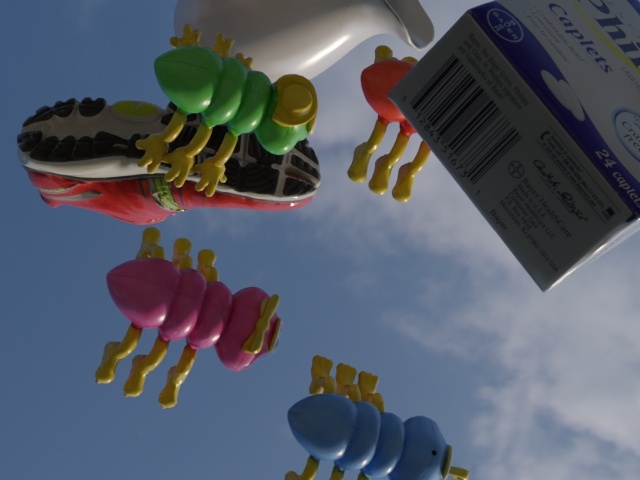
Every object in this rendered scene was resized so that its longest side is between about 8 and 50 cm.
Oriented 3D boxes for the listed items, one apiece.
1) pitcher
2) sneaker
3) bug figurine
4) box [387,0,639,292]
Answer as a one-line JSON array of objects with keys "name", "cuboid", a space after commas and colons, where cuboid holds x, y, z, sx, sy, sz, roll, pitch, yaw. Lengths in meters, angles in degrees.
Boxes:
[{"name": "pitcher", "cuboid": [-0.022, -0.223, 1.074, 0.207, 0.125, 0.177, -12, -97, 27]}, {"name": "sneaker", "cuboid": [-0.135, -0.064, 1.149, 0.279, 0.118, 0.107, 7, -127, 7]}, {"name": "bug figurine", "cuboid": [0.000, 0.000, 0.651, 0.216, 0.072, 0.278, 18, -110, -19]}, {"name": "box", "cuboid": [0.127, -0.061, 0.623, 0.137, 0.072, 0.126, -27, -104, -46]}]
